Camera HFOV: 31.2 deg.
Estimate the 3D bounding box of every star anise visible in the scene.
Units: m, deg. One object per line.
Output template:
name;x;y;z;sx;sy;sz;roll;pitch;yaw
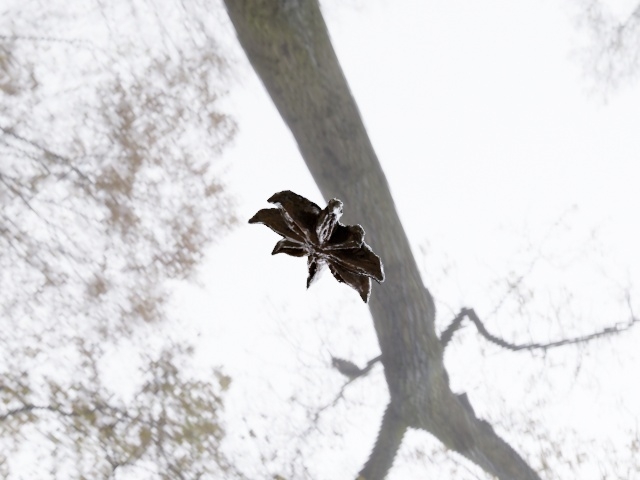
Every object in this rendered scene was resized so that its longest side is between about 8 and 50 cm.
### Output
star anise;-0.001;-0.001;1.036;0.141;0.141;0.042;16;-126;27
